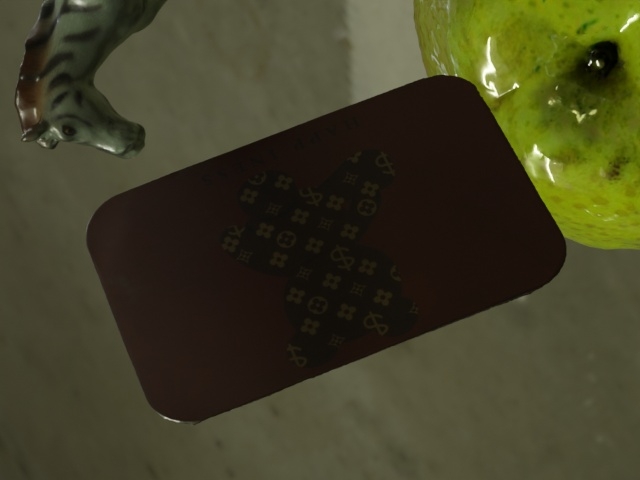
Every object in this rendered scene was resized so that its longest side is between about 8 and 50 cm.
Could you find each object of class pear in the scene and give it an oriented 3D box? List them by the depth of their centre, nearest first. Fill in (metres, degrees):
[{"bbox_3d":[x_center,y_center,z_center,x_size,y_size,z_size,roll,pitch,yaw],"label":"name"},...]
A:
[{"bbox_3d":[0.249,-0.169,1.496,0.391,0.391,0.391,42,150,31],"label":"pear"}]

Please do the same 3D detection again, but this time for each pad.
[{"bbox_3d":[0.000,0.000,1.157,0.004,0.267,0.181,76,170,-55],"label":"pad"}]

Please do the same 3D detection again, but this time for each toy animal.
[{"bbox_3d":[-0.120,-0.187,1.219,0.090,0.170,0.255,46,-141,-68],"label":"toy animal"}]
